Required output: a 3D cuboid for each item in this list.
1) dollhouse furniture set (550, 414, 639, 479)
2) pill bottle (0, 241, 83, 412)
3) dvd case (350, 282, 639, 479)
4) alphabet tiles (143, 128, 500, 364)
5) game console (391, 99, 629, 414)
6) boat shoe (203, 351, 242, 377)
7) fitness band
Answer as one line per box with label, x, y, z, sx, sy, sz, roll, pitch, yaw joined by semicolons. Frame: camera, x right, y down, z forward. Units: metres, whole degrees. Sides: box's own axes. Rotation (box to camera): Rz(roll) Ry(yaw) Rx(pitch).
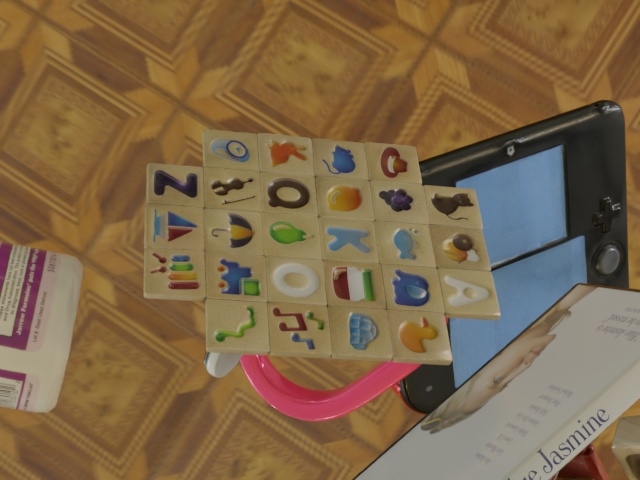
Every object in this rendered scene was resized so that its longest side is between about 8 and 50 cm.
dollhouse furniture set;0.291;0.258;1.202;0.374;0.201;0.152;-10;125;38
pill bottle;-0.404;0.070;1.302;0.302;0.169;0.169;12;86;-13
dvd case;0.105;0.115;0.775;0.253;0.180;0.022;-40;99;-8
alphabet tiles;0.000;0.000;1.254;0.343;0.011;0.285;4;47;-11
game console;0.244;0.025;1.648;0.387;0.060;0.342;-20;121;-26
boat shoe;-0.087;0.071;1.292;0.040;0.049;0.142;15;67;24
fitness band;0.018;0.092;1.525;0.291;0.054;0.209;-38;91;28
